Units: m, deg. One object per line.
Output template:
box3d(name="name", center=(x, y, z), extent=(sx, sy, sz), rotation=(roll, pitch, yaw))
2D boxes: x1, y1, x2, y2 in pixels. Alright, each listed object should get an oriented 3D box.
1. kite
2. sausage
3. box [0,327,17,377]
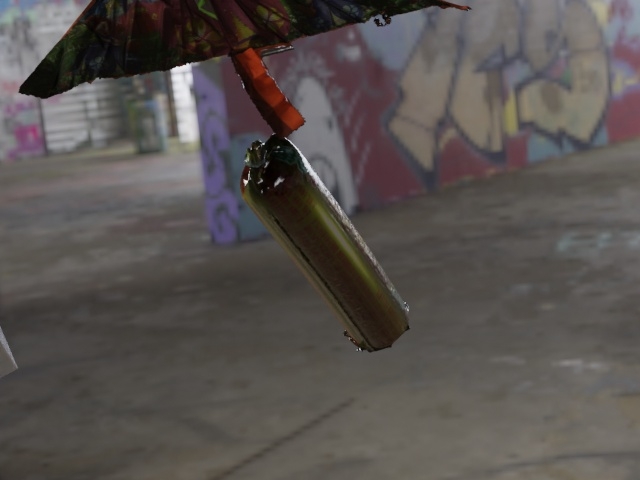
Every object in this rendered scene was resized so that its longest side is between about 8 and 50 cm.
box3d(name="kite", center=(-0.044, -0.116, 0.715), extent=(0.232, 0.009, 0.189), rotation=(-17, 51, -14))
box3d(name="sausage", center=(0.000, 0.000, 1.372), extent=(0.082, 0.082, 0.371), rotation=(-3, -28, 20))
box3d(name="box", center=(-0.273, 0.059, 0.887), extent=(0.129, 0.051, 0.130), rotation=(-29, 39, -9))
